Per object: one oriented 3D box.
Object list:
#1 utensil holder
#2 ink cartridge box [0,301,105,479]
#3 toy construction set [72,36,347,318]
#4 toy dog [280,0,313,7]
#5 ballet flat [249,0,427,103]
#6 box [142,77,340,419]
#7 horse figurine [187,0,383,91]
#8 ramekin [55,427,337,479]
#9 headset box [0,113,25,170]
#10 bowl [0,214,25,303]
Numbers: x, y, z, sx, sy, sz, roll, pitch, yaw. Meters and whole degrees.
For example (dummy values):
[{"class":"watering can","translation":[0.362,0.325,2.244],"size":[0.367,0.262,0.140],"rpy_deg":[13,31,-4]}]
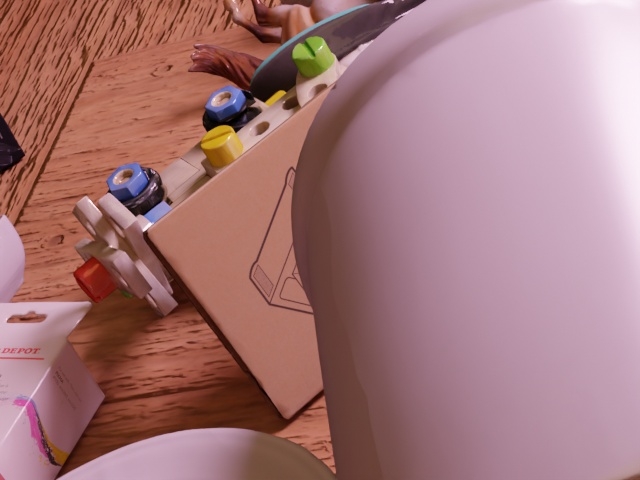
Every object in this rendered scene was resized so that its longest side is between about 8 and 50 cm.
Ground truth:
[{"class":"utensil holder","translation":[0.163,0.087,1.001],"size":[0.328,0.327,0.385],"rpy_deg":[-21,37,8]},{"class":"ink cartridge box","translation":[-0.239,0.134,1.423],"size":[0.115,0.067,0.198],"rpy_deg":[-1,43,33]},{"class":"toy construction set","translation":[-0.049,-0.035,1.468],"size":[0.328,0.151,0.215],"rpy_deg":[-28,33,-22]},{"class":"toy dog","translation":[0.078,-0.357,1.785],"size":[0.220,0.161,0.333],"rpy_deg":[-2,41,32]},{"class":"ballet flat","translation":[0.077,-0.156,1.585],"size":[0.280,0.095,0.096],"rpy_deg":[-27,46,-2]},{"class":"box","translation":[0.000,0.000,1.368],"size":[0.201,0.164,0.021],"rpy_deg":[-39,9,-19]},{"class":"horse figurine","translation":[0.003,-0.217,1.668],"size":[0.174,0.066,0.263],"rpy_deg":[48,109,27]},{"class":"ramekin","translation":[-0.085,0.246,1.119],"size":[0.273,0.127,0.273],"rpy_deg":[-17,35,13]},{"class":"headset box","translation":[-0.457,-0.093,1.813],"size":[0.283,0.131,0.246],"rpy_deg":[-34,35,-11]},{"class":"bowl","translation":[-0.296,0.054,1.550],"size":[0.142,0.053,0.142],"rpy_deg":[-25,26,48]}]
